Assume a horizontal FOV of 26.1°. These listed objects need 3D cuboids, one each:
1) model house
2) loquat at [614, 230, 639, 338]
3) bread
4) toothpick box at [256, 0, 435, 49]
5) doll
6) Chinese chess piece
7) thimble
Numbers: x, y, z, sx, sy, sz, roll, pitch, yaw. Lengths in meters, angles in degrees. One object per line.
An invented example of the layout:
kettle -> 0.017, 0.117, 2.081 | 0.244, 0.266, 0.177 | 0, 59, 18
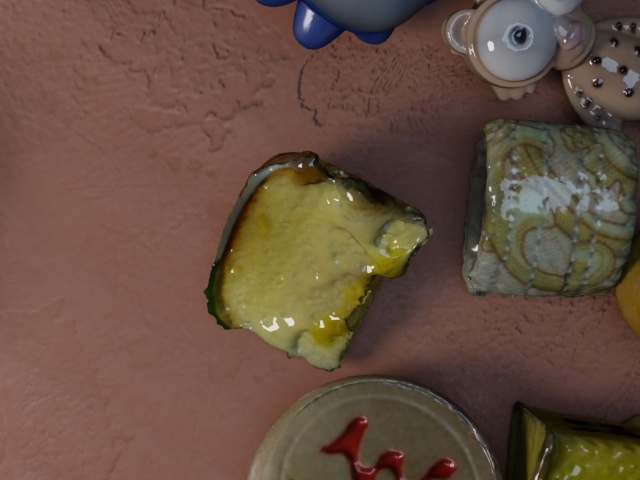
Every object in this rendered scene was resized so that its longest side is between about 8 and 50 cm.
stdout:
model house -> 0.294, 0.269, 1.323 | 0.234, 0.175, 0.193 | 7, 91, 1
loquat -> 0.360, 0.040, 1.331 | 0.163, 0.163, 0.137 | 0, 63, -2
bread -> 0.004, -0.009, 1.320 | 0.174, 0.133, 0.251 | 26, 135, 0
toothpick box -> 0.072, -0.339, 1.266 | 0.263, 0.263, 0.354 | 45, 91, -4
doll -> 0.257, -0.186, 1.334 | 0.278, 0.119, 0.154 | 21, 95, -8
Chinese chess piece -> 0.051, 0.252, 1.315 | 0.250, 0.103, 0.249 | 3, 72, -9
thimble -> 0.217, -0.022, 1.327 | 0.144, 0.137, 0.190 | 5, 116, -3
